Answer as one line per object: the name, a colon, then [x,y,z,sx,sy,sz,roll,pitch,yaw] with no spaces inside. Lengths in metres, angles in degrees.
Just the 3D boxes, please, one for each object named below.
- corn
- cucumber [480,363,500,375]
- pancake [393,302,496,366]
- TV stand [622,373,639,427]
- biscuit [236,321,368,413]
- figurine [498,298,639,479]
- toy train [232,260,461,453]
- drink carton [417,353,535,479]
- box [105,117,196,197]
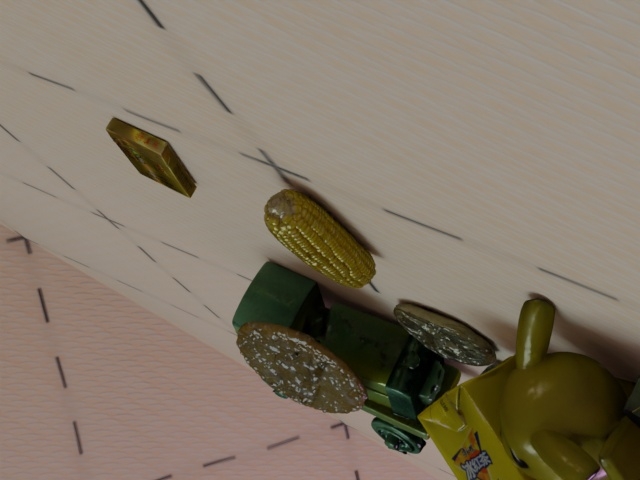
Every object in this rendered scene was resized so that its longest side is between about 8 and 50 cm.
corn: [0.000,0.000,1.619,0.067,0.067,0.206,18,167,39]
cucumber: [0.259,0.217,1.938,0.064,0.064,0.112,25,167,17]
pancake: [0.172,0.130,1.861,0.158,0.028,0.158,27,165,8]
TV stand: [0.451,0.195,1.379,0.269,0.082,0.088,16,164,49]
biscuit: [-0.028,0.189,1.980,0.220,0.033,0.220,24,151,14]
figurine: [0.315,0.228,1.556,0.169,0.218,0.327,-33,137,31]
toy train: [0.046,0.186,2.085,0.397,0.160,0.253,22,158,20]
drink carton: [0.285,0.323,1.691,0.111,0.154,0.351,-43,74,44]
box: [-0.220,-0.107,1.764,0.089,0.022,0.156,25,167,15]
